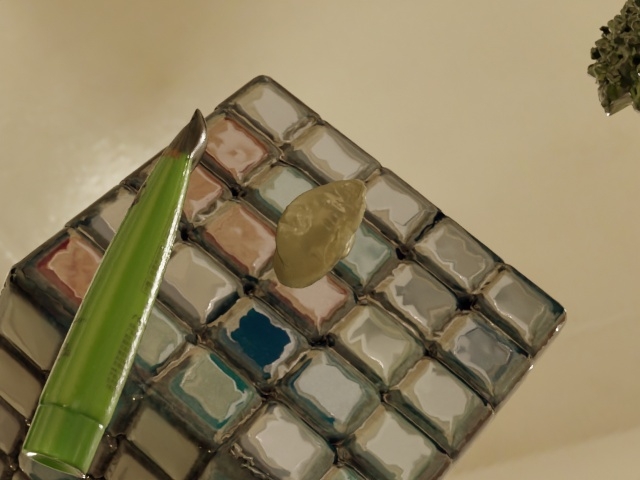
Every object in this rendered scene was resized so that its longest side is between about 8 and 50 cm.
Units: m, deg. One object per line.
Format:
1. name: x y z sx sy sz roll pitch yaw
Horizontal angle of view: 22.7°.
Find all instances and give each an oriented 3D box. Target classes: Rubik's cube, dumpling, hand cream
1. Rubik's cube: -0.054 0.116 1.116 0.292 0.293 0.287 38 -132 10
2. dumpling: 0.000 -0.001 0.959 0.077 0.043 0.059 -26 -136 10
3. hand cream: -0.062 0.016 0.515 0.023 0.036 0.122 23 -109 -5

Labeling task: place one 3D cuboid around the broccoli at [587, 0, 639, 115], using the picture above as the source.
1. broccoli: 0.424 -0.098 1.241 0.275 0.397 0.353 -49 179 24
